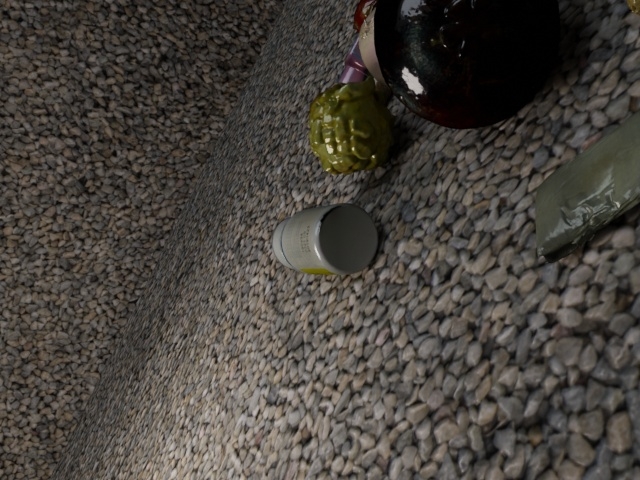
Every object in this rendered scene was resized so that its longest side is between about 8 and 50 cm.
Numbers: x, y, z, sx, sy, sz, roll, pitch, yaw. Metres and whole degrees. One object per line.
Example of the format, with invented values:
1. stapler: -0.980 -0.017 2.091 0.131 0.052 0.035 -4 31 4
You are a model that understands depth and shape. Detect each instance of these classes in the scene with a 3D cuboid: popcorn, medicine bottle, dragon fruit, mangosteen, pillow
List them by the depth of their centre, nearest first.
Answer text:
1. pillow: 0.367 -0.079 0.948 0.230 0.050 0.148 -39 35 39
2. mangosteen: 0.236 -0.341 1.227 0.330 0.330 0.330 -47 26 32
3. medicine bottle: 0.000 0.000 1.538 0.258 0.143 0.143 -2 62 64
4. popcorn: 0.068 -0.251 1.591 0.235 0.181 0.216 -71 -21 -63
5. medicine bottle: 0.120 -0.457 1.852 0.187 0.094 0.119 -62 -1 3
6. dragon fruit: 0.141 -0.566 1.970 0.246 0.125 0.125 117 145 -44

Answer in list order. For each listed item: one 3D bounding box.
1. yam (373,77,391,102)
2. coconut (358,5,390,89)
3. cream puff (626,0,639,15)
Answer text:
1. yam: 0.123 -0.320 1.760 0.299 0.066 0.066 -66 22 -7
2. coconut: 0.199 -0.417 1.507 0.224 0.224 0.234 -69 11 -18
3. cream puff: 0.467 -0.361 0.997 0.133 0.104 0.119 -34 41 51
